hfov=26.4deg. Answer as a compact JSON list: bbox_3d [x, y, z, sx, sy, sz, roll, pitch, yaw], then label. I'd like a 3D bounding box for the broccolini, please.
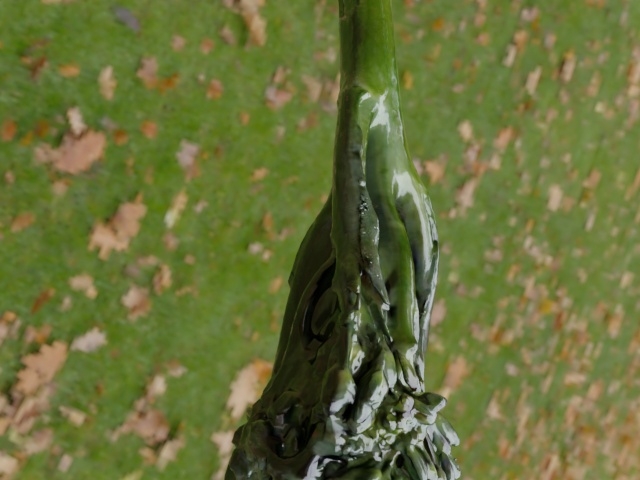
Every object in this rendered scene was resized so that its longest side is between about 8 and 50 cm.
[{"bbox_3d":[0.020,-0.001,0.419,0.091,0.068,0.203,93,9,-67],"label":"broccolini"}]
